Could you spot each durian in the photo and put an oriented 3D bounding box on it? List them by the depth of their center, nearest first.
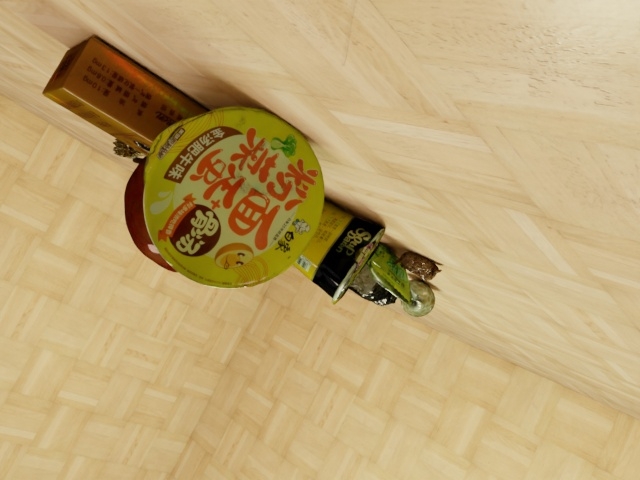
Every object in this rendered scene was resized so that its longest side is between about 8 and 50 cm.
[{"bbox_3d":[-0.410,-0.236,1.564,0.208,0.146,0.102,-132,29,-58],"label":"durian"}]

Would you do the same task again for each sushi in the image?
[{"bbox_3d":[0.241,0.063,1.649,0.120,0.052,0.055,29,-170,25],"label":"sushi"},{"bbox_3d":[0.138,0.097,1.911,0.127,0.124,0.225,28,-173,-37],"label":"sushi"}]

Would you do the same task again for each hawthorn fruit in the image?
[{"bbox_3d":[-0.335,-0.091,1.681,0.308,0.308,0.325,32,-146,-35],"label":"hawthorn fruit"}]

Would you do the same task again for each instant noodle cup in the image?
[{"bbox_3d":[-0.176,-0.094,1.175,0.311,0.311,0.221,31,-179,-29],"label":"instant noodle cup"},{"bbox_3d":[0.000,0.000,1.544,0.236,0.215,0.215,34,174,7],"label":"instant noodle cup"}]

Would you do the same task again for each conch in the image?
[{"bbox_3d":[0.299,0.174,2.066,0.116,0.106,0.173,46,164,27],"label":"conch"}]

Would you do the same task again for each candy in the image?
[{"bbox_3d":[0.167,0.059,1.732,0.149,0.069,0.246,39,-170,-19],"label":"candy"}]

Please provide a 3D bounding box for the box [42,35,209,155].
[{"bbox_3d":[-0.319,-0.228,1.347,0.415,0.116,0.264,32,171,-30],"label":"box"}]
